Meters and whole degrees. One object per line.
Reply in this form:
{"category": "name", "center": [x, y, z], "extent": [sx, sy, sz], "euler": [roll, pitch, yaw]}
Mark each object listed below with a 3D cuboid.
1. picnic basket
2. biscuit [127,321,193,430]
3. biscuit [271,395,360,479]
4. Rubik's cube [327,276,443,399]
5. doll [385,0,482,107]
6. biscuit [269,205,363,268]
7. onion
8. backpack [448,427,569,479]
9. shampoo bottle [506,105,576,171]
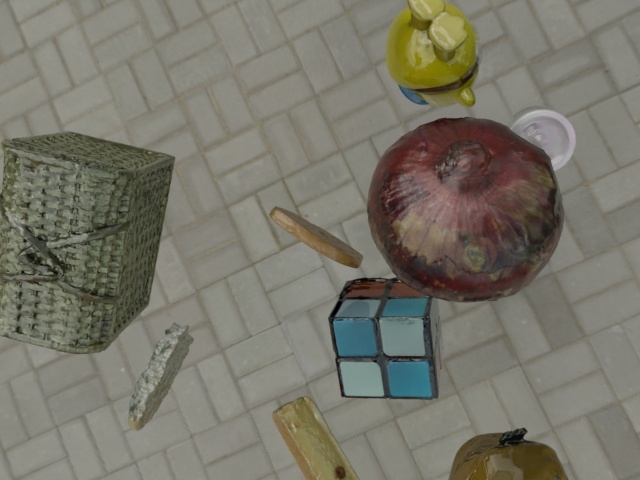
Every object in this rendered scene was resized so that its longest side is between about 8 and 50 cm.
{"category": "picnic basket", "center": [-0.253, -0.003, 0.556], "extent": [0.134, 0.154, 0.196], "euler": [16, 107, 2]}
{"category": "biscuit", "center": [-0.278, 0.228, 0.942], "extent": [0.040, 0.265, 0.188], "euler": [21, 105, -2]}
{"category": "biscuit", "center": [0.007, 0.291, 0.688], "extent": [0.056, 0.052, 0.188], "euler": [-27, 75, -27]}
{"category": "Rubik's cube", "center": [0.127, 0.175, 0.986], "extent": [0.184, 0.180, 0.167], "euler": [-6, 108, 16]}
{"category": "doll", "center": [0.189, -0.291, 0.889], "extent": [0.145, 0.363, 0.199], "euler": [-31, 83, 10]}
{"category": "biscuit", "center": [0.000, 0.000, 0.985], "extent": [0.221, 0.142, 0.028], "euler": [28, 99, -36]}
{"category": "onion", "center": [0.174, -0.044, 0.649], "extent": [0.247, 0.190, 0.246], "euler": [-2, 57, 3]}
{"category": "backpack", "center": [0.415, 0.603, 1.129], "extent": [0.354, 0.201, 0.377], "euler": [0, 70, -27]}
{"category": "shampoo bottle", "center": [0.342, -0.169, 0.850], "extent": [0.092, 0.303, 0.092], "euler": [5, 106, 17]}
